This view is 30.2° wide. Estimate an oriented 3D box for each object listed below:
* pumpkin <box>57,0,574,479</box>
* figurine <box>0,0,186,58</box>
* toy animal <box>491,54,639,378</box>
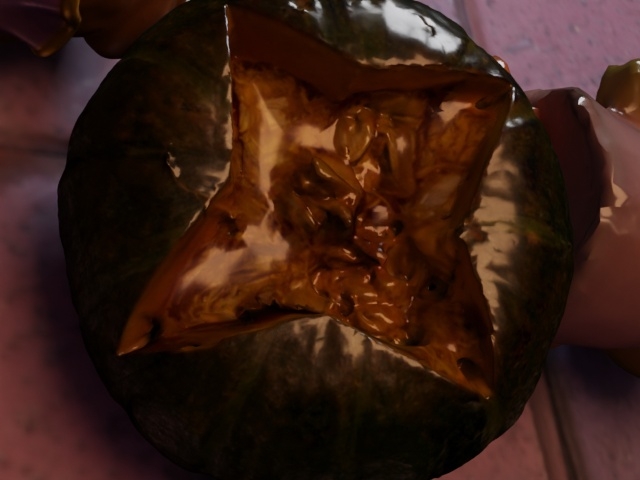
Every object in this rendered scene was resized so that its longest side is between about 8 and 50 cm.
[{"bbox_3d":[-0.001,0.000,0.539,0.237,0.159,0.238,3,78,-15],"label":"pumpkin"},{"bbox_3d":[-0.108,-0.195,0.583,0.189,0.142,0.263,16,54,6],"label":"figurine"},{"bbox_3d":[0.182,0.004,0.689,0.281,0.169,0.195,17,101,-37],"label":"toy animal"}]
